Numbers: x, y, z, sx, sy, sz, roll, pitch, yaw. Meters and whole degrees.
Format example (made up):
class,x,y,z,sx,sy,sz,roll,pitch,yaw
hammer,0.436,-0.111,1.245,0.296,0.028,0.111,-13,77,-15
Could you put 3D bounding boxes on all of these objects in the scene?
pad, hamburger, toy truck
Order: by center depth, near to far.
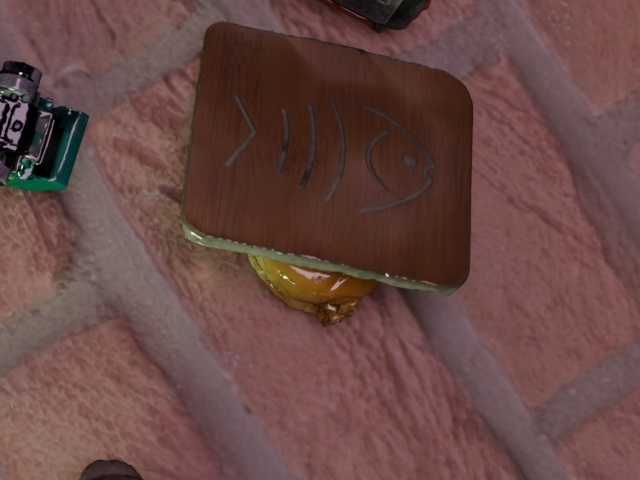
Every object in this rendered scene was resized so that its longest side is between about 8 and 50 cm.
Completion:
class,x,y,z,sx,sy,sz,roll,pitch,yaw
toy truck,-0.351,-0.119,1.839,0.253,0.124,0.114,17,77,-6
pad,0.013,-0.086,1.896,0.284,0.018,0.286,12,51,-9
hamburger,0.000,0.000,1.910,0.147,0.083,0.138,43,75,2

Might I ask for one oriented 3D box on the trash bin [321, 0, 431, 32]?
class,x,y,z,sx,sy,sz,roll,pitch,yaw
trash bin,0.071,-0.344,1.948,0.161,0.184,0.238,26,65,-6

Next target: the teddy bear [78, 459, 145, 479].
class,x,y,z,sx,sy,sz,roll,pitch,yaw
teddy bear,-0.132,0.321,1.782,0.267,0.151,0.236,18,43,2
